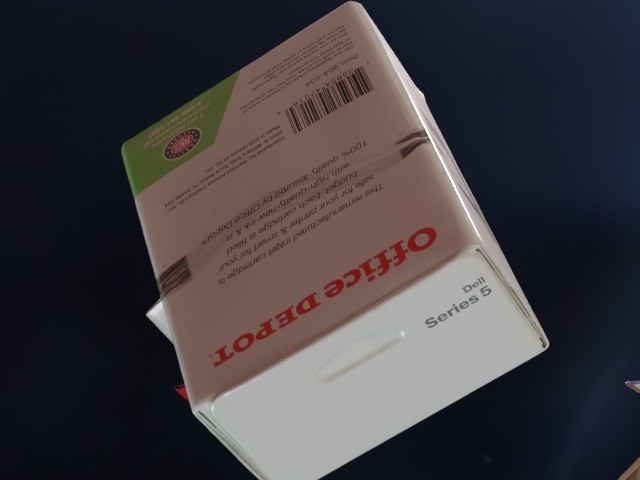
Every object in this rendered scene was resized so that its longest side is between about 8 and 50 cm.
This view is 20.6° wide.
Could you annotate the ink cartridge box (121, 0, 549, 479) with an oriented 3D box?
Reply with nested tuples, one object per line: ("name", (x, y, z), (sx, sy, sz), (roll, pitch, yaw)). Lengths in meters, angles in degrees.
("ink cartridge box", (0.000, 0.000, 1.137), (0.198, 0.115, 0.273), (-31, -139, 9))

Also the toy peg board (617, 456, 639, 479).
("toy peg board", (0.230, 0.256, 1.250), (0.079, 0.161, 0.161), (-37, 176, 41))

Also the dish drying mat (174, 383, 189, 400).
("dish drying mat", (-0.108, 0.168, 1.764), (0.032, 0.083, 0.008), (-19, -140, 48))

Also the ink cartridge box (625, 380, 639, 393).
("ink cartridge box", (0.354, 0.182, 1.064), (0.371, 0.175, 0.069), (41, -56, 56))

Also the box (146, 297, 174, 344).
("box", (-0.043, 0.046, 1.535), (0.170, 0.130, 0.091), (-44, -177, -21))
